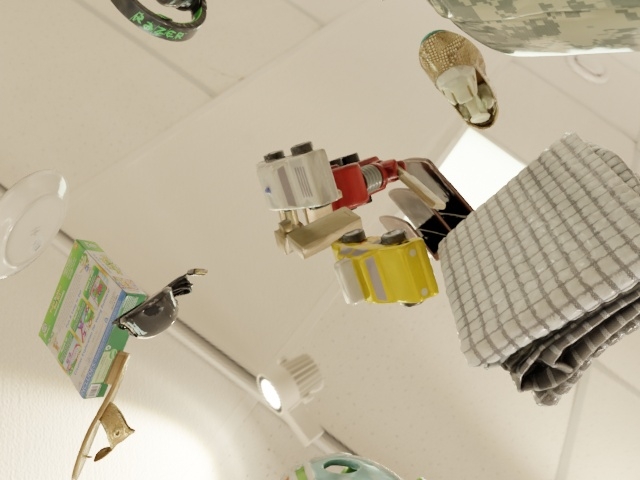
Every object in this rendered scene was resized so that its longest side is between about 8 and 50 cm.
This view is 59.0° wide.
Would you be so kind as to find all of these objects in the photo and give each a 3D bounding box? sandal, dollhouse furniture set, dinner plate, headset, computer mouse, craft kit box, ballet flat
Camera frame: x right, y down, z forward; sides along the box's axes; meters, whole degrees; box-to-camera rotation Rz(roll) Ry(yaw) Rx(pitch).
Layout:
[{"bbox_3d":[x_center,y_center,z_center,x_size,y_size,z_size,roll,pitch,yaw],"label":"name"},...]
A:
[{"bbox_3d":[-0.375,0.329,1.039,0.079,0.088,0.240,18,-106,-8],"label":"sandal"},{"bbox_3d":[0.000,0.000,0.979,0.144,0.123,0.151,-27,-143,-21],"label":"dollhouse furniture set"},{"bbox_3d":[-0.326,-0.014,0.634,0.017,0.141,0.141,30,-133,4],"label":"dinner plate"},{"bbox_3d":[-0.374,-0.645,1.301,0.243,0.185,0.394,10,-125,-43],"label":"headset"},{"bbox_3d":[-0.262,0.110,0.985,0.184,0.262,0.060,-35,-84,-24],"label":"computer mouse"},{"bbox_3d":[-0.494,0.161,1.206,0.247,0.249,0.061,33,-167,34],"label":"craft kit box"},{"bbox_3d":[0.194,-0.203,0.750,0.206,0.073,0.067,18,-125,-52],"label":"ballet flat"}]

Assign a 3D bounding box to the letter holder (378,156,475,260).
[{"bbox_3d":[0.242,-0.088,1.467,0.152,0.302,0.214,-41,-81,-3],"label":"letter holder"}]

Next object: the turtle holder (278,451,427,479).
[{"bbox_3d":[0.066,0.422,0.808,0.320,0.243,0.227,-18,-135,-17],"label":"turtle holder"}]

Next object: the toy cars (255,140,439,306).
[{"bbox_3d":[0.003,-0.021,0.823,0.087,0.176,0.393,-25,-126,-29],"label":"toy cars"}]

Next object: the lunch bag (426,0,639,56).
[{"bbox_3d":[0.234,-0.244,0.422,0.256,0.305,0.212,25,-95,-42],"label":"lunch bag"}]

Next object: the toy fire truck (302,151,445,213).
[{"bbox_3d":[0.105,-0.107,1.155,0.217,0.246,0.158,-25,-79,-46],"label":"toy fire truck"}]

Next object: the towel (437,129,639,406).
[{"bbox_3d":[0.265,0.020,0.630,0.121,0.235,0.283,42,-158,-16],"label":"towel"}]
